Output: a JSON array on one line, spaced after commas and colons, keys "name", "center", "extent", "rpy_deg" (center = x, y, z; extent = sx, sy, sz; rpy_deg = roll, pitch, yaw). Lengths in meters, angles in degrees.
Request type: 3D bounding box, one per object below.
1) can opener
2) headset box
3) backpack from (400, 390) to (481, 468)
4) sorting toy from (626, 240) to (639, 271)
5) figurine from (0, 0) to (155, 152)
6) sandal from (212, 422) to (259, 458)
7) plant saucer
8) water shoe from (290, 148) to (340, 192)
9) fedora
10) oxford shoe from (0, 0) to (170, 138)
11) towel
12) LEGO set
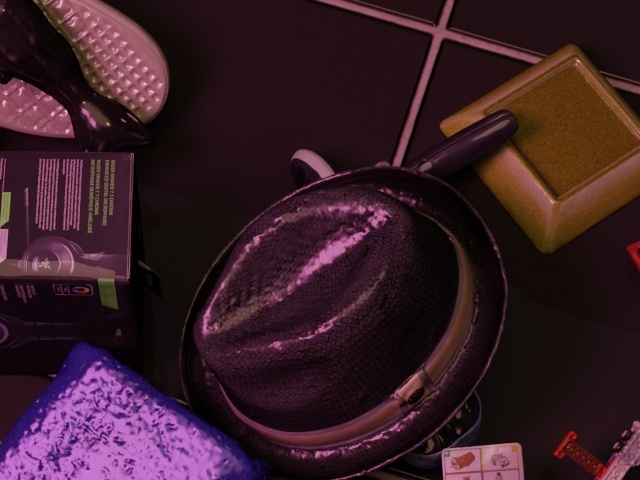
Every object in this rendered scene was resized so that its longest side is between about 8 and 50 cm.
[{"name": "can opener", "center": [0.122, -0.078, 1.720], "extent": [0.186, 0.059, 0.073], "rpy_deg": [-36, 115, 1]}, {"name": "headset box", "center": [-0.289, 0.027, 1.561], "extent": [0.283, 0.246, 0.131], "rpy_deg": [1, 65, -4]}, {"name": "backpack", "center": [0.098, 0.160, 1.607], "extent": [0.105, 0.084, 0.114], "rpy_deg": [-34, 65, -13]}, {"name": "sorting toy", "center": [0.442, 0.018, 1.712], "extent": [0.274, 0.046, 0.132], "rpy_deg": [-25, 69, -14]}, {"name": "figurine", "center": [-0.304, -0.111, 1.651], "extent": [0.215, 0.092, 0.209], "rpy_deg": [-39, 105, 14]}, {"name": "sandal", "center": [-0.083, 0.295, 1.561], "extent": [0.097, 0.054, 0.254], "rpy_deg": [6, 55, -5]}, {"name": "plant saucer", "center": [0.255, -0.109, 1.760], "extent": [0.188, 0.045, 0.188], "rpy_deg": [-32, 72, -16]}, {"name": "water shoe", "center": [0.000, 0.000, 1.682], "extent": [0.080, 0.073, 0.203], "rpy_deg": [-22, 68, -10]}, {"name": "fedora", "center": [-0.001, 0.055, 1.539], "extent": [0.334, 0.152, 0.334], "rpy_deg": [-8, 64, 18]}, {"name": "oxford shoe", "center": [-0.371, -0.216, 1.730], "extent": [0.449, 0.130, 0.169], "rpy_deg": [11, 106, 1]}, {"name": "towel", "center": [-0.215, 0.272, 1.515], "extent": [0.227, 0.076, 0.308], "rpy_deg": [34, 83, 13]}, {"name": "LEGO set", "center": [0.237, 0.272, 1.584], "extent": [0.244, 0.060, 0.182], "rpy_deg": [-5, 90, -7]}]
